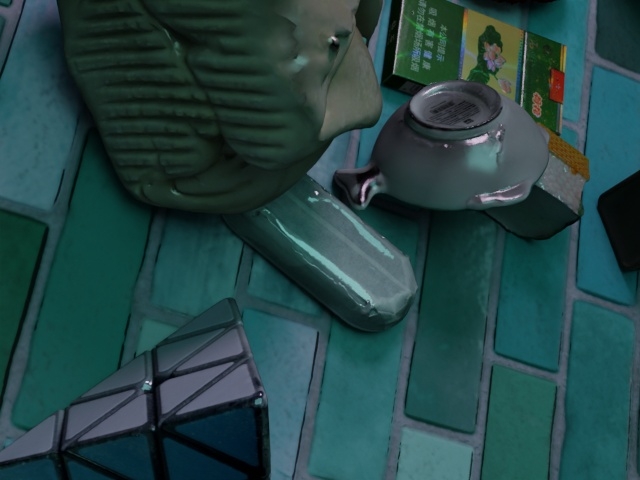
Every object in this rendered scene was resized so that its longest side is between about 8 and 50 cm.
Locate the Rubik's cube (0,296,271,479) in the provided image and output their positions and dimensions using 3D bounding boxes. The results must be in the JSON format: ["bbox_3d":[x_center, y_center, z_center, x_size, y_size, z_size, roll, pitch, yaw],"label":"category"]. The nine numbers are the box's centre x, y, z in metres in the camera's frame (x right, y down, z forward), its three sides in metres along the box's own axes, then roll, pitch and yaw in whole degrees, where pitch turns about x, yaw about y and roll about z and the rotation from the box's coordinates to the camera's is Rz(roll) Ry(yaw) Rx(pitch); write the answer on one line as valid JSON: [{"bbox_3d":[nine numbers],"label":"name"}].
[{"bbox_3d":[-0.121,0.188,1.136,0.228,0.233,0.228,20,101,-58],"label":"Rubik's cube"}]

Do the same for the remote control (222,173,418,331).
[{"bbox_3d":[0.000,0.000,1.319,0.247,0.052,0.104,38,59,-5],"label":"remote control"}]

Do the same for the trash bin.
[{"bbox_3d":[0.483,-0.050,1.504,0.241,0.164,0.122,-12,76,-25],"label":"trash bin"}]

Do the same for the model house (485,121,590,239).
[{"bbox_3d":[0.256,-0.068,1.436,0.088,0.101,0.100,32,57,-14],"label":"model house"}]

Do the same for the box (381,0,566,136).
[{"bbox_3d":[0.190,-0.214,1.496,0.235,0.034,0.132,17,64,-19],"label":"box"}]

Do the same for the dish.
[{"bbox_3d":[0.136,-0.114,1.349,0.246,0.078,0.224,-18,39,-11],"label":"dish"}]

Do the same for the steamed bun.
[{"bbox_3d":[-0.080,-0.219,1.210,0.255,0.343,0.367,-30,115,-44],"label":"steamed bun"}]

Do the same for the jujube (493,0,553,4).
[{"bbox_3d":[0.258,-0.340,1.542,0.166,0.104,0.104,-22,81,-25],"label":"jujube"}]
